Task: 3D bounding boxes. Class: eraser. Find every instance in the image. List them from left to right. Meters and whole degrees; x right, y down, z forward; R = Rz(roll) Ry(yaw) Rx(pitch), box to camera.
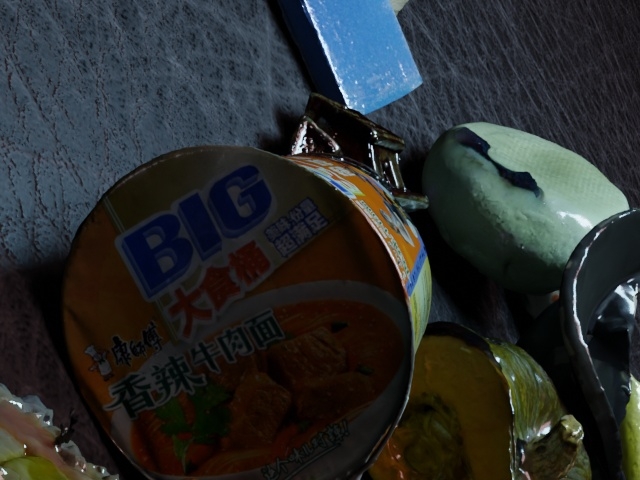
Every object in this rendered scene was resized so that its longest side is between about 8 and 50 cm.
[{"bbox_3d":[0.011,-0.303,1.765,0.144,0.042,0.312,-30,100,-41],"label":"eraser"}]

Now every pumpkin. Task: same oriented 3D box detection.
[{"bbox_3d":[0.193,0.241,1.502,0.232,0.242,0.325,6,67,-50],"label":"pumpkin"}]

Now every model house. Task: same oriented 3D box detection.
[{"bbox_3d":[0.025,-0.095,1.619,0.165,0.106,0.152,12,60,-63],"label":"model house"}]

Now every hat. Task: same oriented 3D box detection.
[{"bbox_3d":[0.282,0.127,1.692,0.382,0.257,0.366,42,54,-44],"label":"hat"}]

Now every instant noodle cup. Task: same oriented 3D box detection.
[{"bbox_3d":[-0.039,0.050,1.217,0.296,0.296,0.214,64,19,-3],"label":"instant noodle cup"}]

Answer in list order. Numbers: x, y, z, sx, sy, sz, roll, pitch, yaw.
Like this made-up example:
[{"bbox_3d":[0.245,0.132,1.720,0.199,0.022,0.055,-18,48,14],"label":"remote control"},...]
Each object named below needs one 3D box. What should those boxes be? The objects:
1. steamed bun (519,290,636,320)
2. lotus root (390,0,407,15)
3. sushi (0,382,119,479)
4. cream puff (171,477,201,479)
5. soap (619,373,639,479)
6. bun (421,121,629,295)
[{"bbox_3d":[0.350,0.067,2.046,0.177,0.131,0.228,53,30,-19],"label":"steamed bun"},{"bbox_3d":[0.070,-0.382,1.872,0.170,0.260,0.074,42,18,26],"label":"lotus root"},{"bbox_3d":[-0.239,0.188,0.834,0.238,0.218,0.225,19,9,-22],"label":"sushi"},{"bbox_3d":[-0.113,0.236,1.096,0.133,0.104,0.119,17,85,-47],"label":"cream puff"},{"bbox_3d":[0.430,0.364,1.899,0.306,0.115,0.427,52,32,-72],"label":"soap"},{"bbox_3d":[0.248,-0.026,1.879,0.283,0.179,0.283,21,22,-9],"label":"bun"}]
